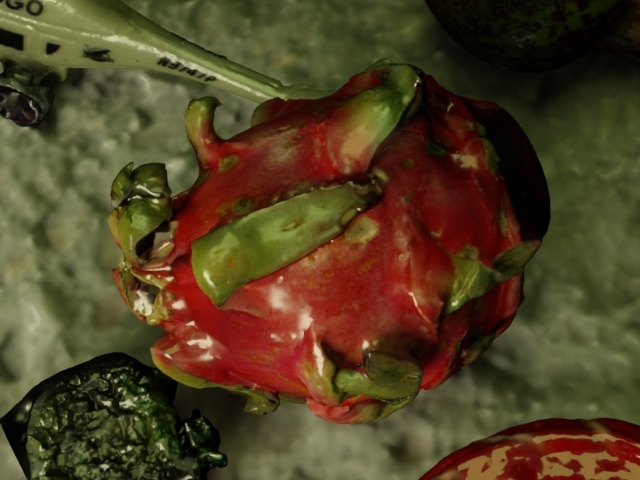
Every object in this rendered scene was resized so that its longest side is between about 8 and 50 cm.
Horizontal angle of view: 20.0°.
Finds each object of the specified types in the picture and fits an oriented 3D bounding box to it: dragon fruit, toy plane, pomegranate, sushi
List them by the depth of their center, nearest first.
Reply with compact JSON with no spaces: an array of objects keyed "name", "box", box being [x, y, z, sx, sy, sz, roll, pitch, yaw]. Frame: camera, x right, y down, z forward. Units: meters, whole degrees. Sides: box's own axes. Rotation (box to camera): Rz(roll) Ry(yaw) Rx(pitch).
[{"name":"dragon fruit","box":[0.000,0.000,0.798,0.172,0.167,0.160,-21,39,-19]},{"name":"sushi","box":[-0.090,0.096,0.819,0.084,0.056,0.083,-28,54,-11]},{"name":"pomegranate","box":[0.123,-0.136,0.919,0.125,0.163,0.138,-18,31,39]},{"name":"toy plane","box":[-0.108,-0.107,0.921,0.286,0.108,0.092,23,61,3]}]

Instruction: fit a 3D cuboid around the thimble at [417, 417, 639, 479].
[{"name":"thimble","box":[0.111,0.164,0.720,0.189,0.125,0.163,13,58,12]}]
